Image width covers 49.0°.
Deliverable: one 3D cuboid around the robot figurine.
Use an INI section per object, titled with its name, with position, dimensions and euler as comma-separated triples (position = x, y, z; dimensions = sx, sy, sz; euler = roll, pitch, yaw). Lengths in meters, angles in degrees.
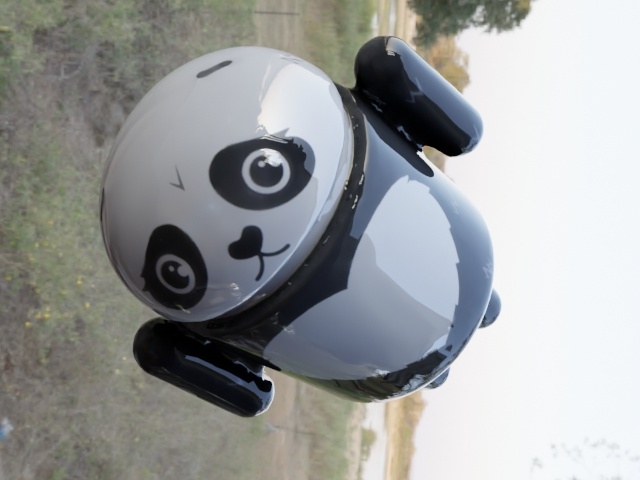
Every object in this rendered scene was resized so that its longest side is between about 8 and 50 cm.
[robot figurine]
position = 0.000, 0.003, 0.443
dimensions = 0.278, 0.173, 0.209
euler = 33, 59, -39
